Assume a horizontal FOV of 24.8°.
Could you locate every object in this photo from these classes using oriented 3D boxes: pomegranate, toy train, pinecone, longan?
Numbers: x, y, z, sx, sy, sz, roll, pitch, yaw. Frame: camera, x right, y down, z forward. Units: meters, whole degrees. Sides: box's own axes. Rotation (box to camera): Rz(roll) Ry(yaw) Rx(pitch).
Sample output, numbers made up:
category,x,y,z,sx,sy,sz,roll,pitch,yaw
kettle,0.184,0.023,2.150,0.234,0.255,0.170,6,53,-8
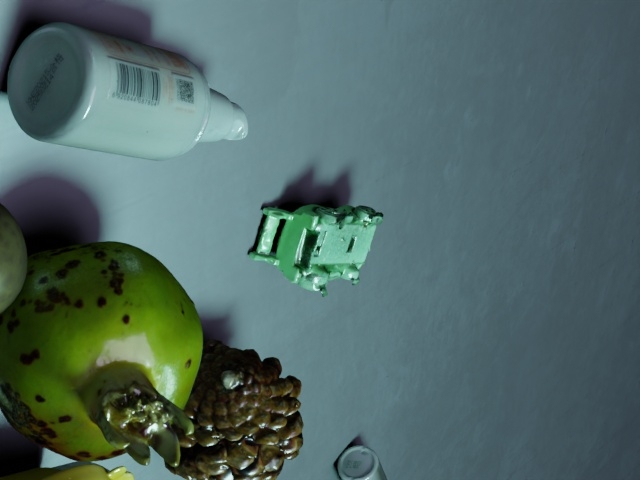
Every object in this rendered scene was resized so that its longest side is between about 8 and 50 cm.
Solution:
category,x,y,z,sx,sy,sz,roll,pitch,yaw
pomegranate,-0.180,0.108,1.274,0.198,0.246,0.198,-40,144,-38
toy train,0.000,0.000,1.611,0.149,0.081,0.099,-9,120,-58
pinecone,-0.099,0.197,1.542,0.173,0.173,0.173,-33,137,-38
longan,-0.288,0.012,1.203,0.119,0.106,0.106,-85,-175,-65

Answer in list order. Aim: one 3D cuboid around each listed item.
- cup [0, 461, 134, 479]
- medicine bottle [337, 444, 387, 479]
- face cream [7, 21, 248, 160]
category,x,y,z,sx,sy,sz,roll,pitch,yaw
cup,-0.274,0.283,1.317,0.226,0.185,0.241,1,134,-47
medicine bottle,0.071,0.349,1.970,0.057,0.058,0.199,-48,145,-22
face cream,-0.153,-0.121,1.284,0.252,0.101,0.101,7,107,-56
